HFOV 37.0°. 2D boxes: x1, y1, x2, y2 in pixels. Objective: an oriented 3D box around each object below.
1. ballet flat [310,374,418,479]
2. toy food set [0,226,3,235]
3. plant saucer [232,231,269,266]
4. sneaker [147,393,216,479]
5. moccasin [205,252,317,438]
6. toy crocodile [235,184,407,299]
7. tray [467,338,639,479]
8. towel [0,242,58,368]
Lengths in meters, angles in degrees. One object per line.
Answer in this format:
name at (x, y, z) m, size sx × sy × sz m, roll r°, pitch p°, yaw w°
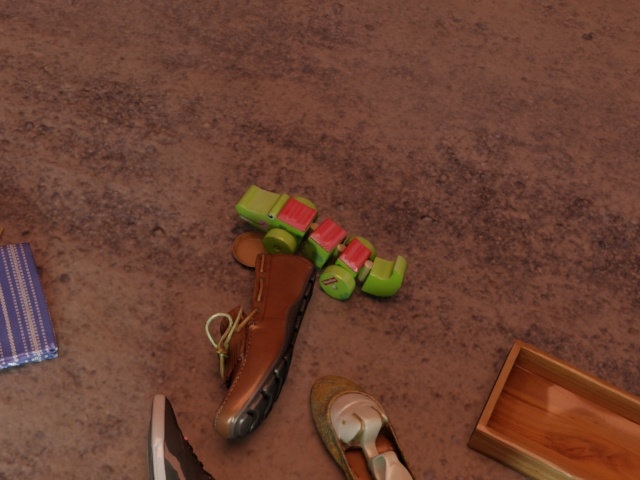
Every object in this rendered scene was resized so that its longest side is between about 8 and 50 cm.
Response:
ballet flat at (0.085, 0.339, 1.518) m, size 0.123 × 0.123 × 0.348 m, roll -13°, pitch 55°, yaw -19°
toy food set at (-0.681, -0.010, 1.711) m, size 0.192 × 0.038 × 0.132 m, roll 12°, pitch 52°, yaw 0°
plant saucer at (-0.124, 0.020, 1.795) m, size 0.083 × 0.015 × 0.083 m, roll 5°, pitch 52°, yaw -6°
sneaker at (-0.183, 0.370, 1.463) m, size 0.147 × 0.104 × 0.296 m, roll -5°, pitch 59°, yaw -16°
moccasin at (-0.115, 0.162, 1.607) m, size 0.147 × 0.139 × 0.380 m, roll 15°, pitch 51°, yaw 3°
toy crocodile at (0.000, 0.000, 1.764) m, size 0.340 × 0.105 × 0.115 m, roll 33°, pitch 54°, yaw 8°
tray at (0.475, 0.346, 1.605) m, size 0.411 × 0.076 × 0.203 m, roll 25°, pitch 53°, yaw 11°
towel at (-0.631, 0.135, 1.605) m, size 0.336 × 0.040 × 0.243 m, roll -13°, pitch 59°, yaw -21°
